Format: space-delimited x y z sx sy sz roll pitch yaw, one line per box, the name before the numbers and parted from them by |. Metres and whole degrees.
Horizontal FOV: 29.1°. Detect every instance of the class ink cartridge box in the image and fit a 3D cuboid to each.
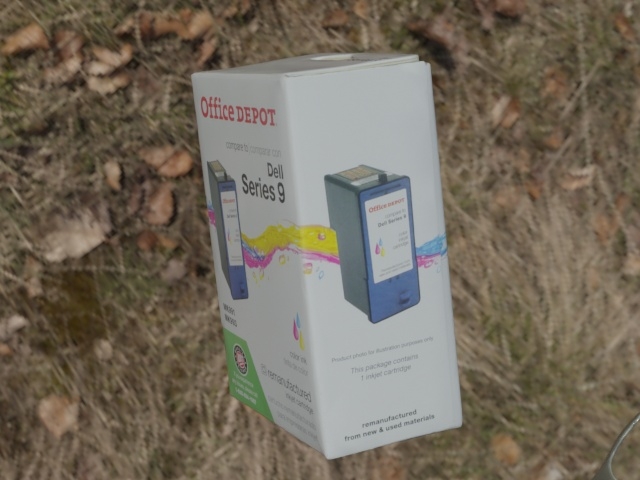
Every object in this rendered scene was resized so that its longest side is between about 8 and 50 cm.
ink cartridge box | 0.000 0.000 0.723 0.093 0.154 0.212 -9 102 -24

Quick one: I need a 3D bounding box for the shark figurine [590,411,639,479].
shark figurine | 0.299 0.293 1.149 0.116 0.166 0.278 -37 102 -39
